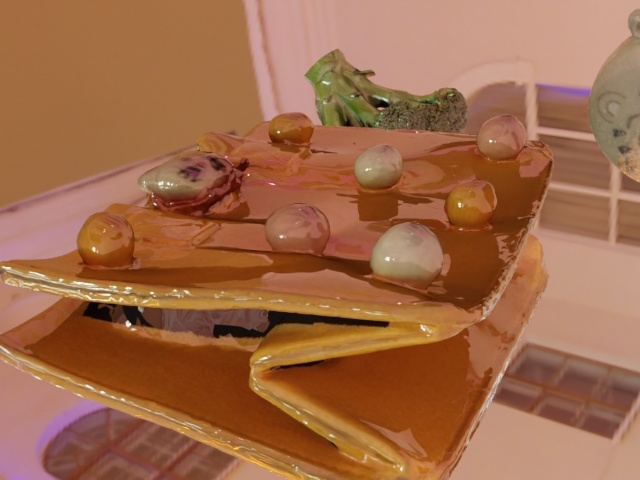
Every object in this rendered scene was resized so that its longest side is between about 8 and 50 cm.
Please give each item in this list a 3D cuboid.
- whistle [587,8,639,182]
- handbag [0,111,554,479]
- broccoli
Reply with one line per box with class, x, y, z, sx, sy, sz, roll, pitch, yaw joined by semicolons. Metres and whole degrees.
whistle;0.267;-0.051;0.658;0.067;0.126;0.258;-52;-60;-35
handbag;0.000;0.000;0.657;0.401;0.283;0.133;-42;-43;-62
broccoli;0.079;-0.167;1.430;0.254;0.269;0.269;94;-164;-79
